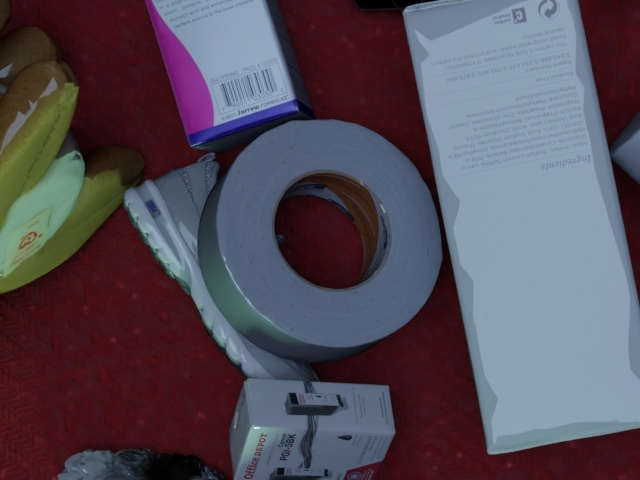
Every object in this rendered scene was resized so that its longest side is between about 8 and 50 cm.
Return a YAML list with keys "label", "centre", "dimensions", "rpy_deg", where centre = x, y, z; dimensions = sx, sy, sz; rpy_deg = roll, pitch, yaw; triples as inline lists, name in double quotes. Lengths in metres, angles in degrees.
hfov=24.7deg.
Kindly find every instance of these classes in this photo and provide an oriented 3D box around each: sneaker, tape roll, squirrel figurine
- label: "sneaker"
  centre: [-0.069, 0.042, 1.397]
  dimensions: [0.115, 0.105, 0.281]
  rpy_deg: [-35, 92, -8]
- label: "tape roll"
  centre: [0.000, 0.000, 1.356]
  dimensions: [0.219, 0.072, 0.219]
  rpy_deg: [5, 73, -18]
- label: "squirrel figurine"
  centre: [-0.426, -0.091, 1.374]
  dimensions: [0.370, 0.281, 0.397]
  rpy_deg: [40, 91, 14]

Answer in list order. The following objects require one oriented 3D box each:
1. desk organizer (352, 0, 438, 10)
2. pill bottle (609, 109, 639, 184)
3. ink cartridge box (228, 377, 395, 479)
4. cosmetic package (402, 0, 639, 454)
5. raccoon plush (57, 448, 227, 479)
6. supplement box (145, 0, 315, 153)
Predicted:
- label: "desk organizer"
  centre: [0.087, -0.236, 1.382]
  dimensions: [0.130, 0.050, 0.047]
  rpy_deg: [4, 122, 30]
- label: "pill bottle"
  centre: [0.439, -0.015, 1.260]
  dimensions: [0.363, 0.210, 0.210]
  rpy_deg: [42, 94, 1]
- label: "ink cartridge box"
  centre: [-0.010, 0.179, 1.347]
  dimensions: [0.135, 0.099, 0.056]
  rpy_deg: [4, 48, -12]
- label: "cosmetic package"
  centre: [0.188, -0.016, 1.311]
  dimensions: [0.156, 0.217, 0.385]
  rpy_deg: [-10, 85, 7]
- label: "raccoon plush"
  centre: [-0.067, 0.326, 1.290]
  dimensions: [0.446, 0.299, 0.216]
  rpy_deg: [7, 90, 8]
- label: "supplement box"
  centre: [-0.094, -0.206, 1.405]
  dimensions: [0.111, 0.114, 0.220]
  rpy_deg: [-17, 87, 8]
